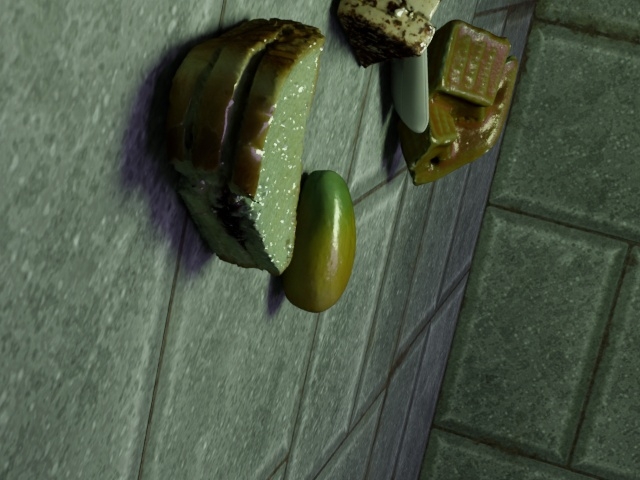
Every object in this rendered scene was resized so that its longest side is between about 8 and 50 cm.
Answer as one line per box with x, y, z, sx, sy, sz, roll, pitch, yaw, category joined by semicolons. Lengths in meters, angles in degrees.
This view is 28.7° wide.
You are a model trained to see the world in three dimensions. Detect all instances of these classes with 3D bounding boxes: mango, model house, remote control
0.000;0.000;1.689;0.130;0.091;0.195;-35;131;-66;mango
0.223;-0.238;2.110;0.239;0.173;0.268;58;46;-74;model house
0.131;-0.287;1.918;0.313;0.055;0.109;80;-2;-61;remote control

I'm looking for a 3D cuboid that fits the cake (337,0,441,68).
0.065;-0.314;1.681;0.112;0.135;0.246;-65;-164;-3;cake

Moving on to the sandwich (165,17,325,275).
-0.081;-0.069;1.247;0.254;0.099;0.288;-61;163;-63;sandwich
